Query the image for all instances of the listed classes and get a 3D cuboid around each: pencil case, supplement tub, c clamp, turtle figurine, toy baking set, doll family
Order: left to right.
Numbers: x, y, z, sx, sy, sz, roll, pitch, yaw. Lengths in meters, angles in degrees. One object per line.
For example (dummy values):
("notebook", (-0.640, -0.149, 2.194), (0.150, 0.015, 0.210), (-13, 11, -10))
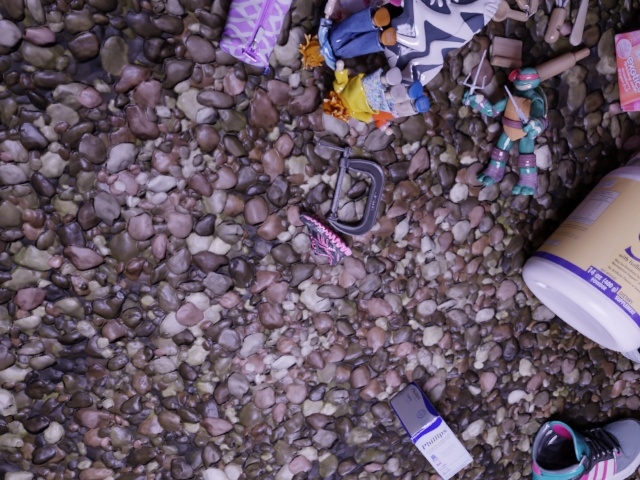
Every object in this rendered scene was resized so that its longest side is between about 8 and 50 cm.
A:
("pencil case", (-0.085, -0.367, 0.723), (0.086, 0.088, 0.206), (18, 98, -19))
("c clamp", (0.049, -0.088, 0.861), (0.137, 0.022, 0.161), (3, 101, -20))
("doll family", (0.047, -0.280, 0.746), (0.118, 0.163, 0.263), (-32, 112, -37))
("turtle figurine", (0.335, -0.205, 0.828), (0.118, 0.175, 0.234), (-13, 118, -13))
("toy baking set", (0.417, -0.398, 0.868), (0.256, 0.030, 0.197), (-22, 107, -8))
("supplement tub", (0.578, 0.014, 0.897), (0.241, 0.241, 0.331), (41, 91, -19))

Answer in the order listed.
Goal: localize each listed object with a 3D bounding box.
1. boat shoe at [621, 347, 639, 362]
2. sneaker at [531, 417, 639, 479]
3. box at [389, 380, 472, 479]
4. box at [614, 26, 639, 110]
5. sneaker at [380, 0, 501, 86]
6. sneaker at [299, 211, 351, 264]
("boat shoe", (0.687, 0.174, 1.046), (0.079, 0.081, 0.228), (-28, 109, -6))
("sneaker", (0.595, 0.461, 1.078), (0.295, 0.124, 0.178), (-34, 118, -3))
("box", (0.217, 0.378, 0.957), (0.072, 0.126, 0.137), (-37, 108, -1))
("box", (0.733, -0.357, 0.897), (0.299, 0.142, 0.154), (-18, 108, -9))
("sneaker", (0.181, -0.384, 0.779), (0.235, 0.094, 0.153), (-45, 118, 10))
("sneaker", (0.000, 0.000, 0.859), (0.057, 0.047, 0.119), (-44, 108, 12))
